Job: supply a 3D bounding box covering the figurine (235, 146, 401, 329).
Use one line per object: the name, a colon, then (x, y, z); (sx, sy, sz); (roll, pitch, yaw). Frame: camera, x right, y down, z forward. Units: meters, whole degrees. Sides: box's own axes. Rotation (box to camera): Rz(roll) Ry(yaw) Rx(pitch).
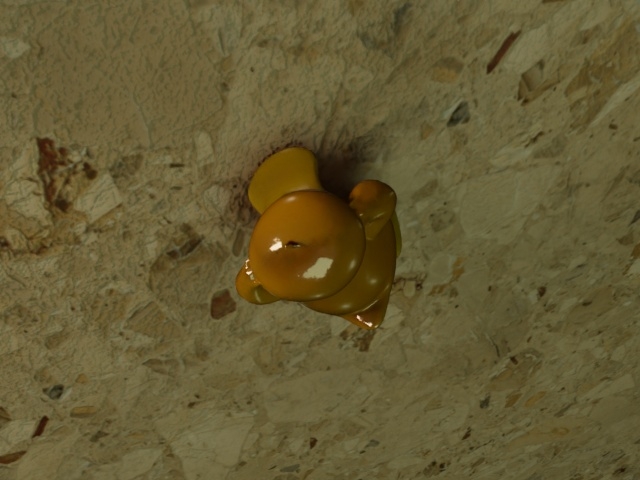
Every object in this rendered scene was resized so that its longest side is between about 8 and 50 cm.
figurine: (0.006, 0.007, 0.851); (0.215, 0.215, 0.228); (-32, 137, 13)
